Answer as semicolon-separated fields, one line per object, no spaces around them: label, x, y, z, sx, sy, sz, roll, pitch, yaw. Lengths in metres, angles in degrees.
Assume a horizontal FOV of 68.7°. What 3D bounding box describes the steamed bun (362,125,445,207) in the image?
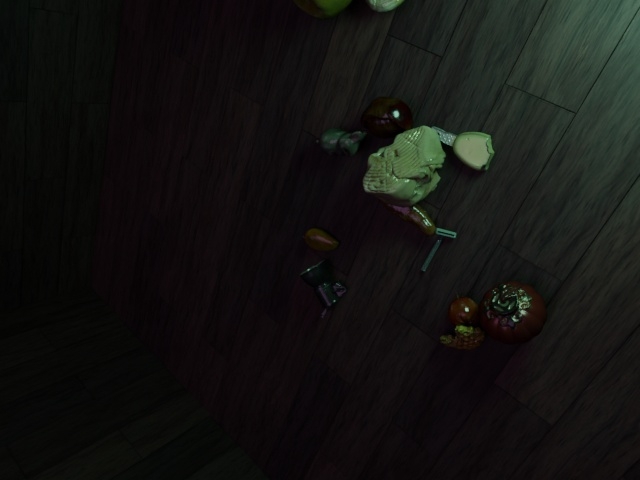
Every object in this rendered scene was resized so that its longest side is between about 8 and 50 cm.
steamed bun;0.327;-0.263;1.753;0.275;0.203;0.289;13;76;40

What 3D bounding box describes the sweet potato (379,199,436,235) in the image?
sweet potato;0.318;-0.141;1.865;0.354;0.095;0.106;39;166;26

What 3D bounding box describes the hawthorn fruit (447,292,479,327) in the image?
hawthorn fruit;0.541;0.273;1.790;0.125;0.125;0.140;-43;76;36

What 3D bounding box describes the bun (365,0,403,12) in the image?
bun;0.249;-0.921;1.709;0.183;0.102;0.184;4;99;26

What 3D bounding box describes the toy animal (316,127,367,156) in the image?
toy animal;0.099;-0.400;1.915;0.251;0.127;0.125;17;144;57

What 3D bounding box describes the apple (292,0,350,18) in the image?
apple;-0.004;-1.003;1.727;0.338;0.338;0.305;33;106;27

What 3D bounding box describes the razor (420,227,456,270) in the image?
razor;0.449;0.039;1.851;0.084;0.036;0.211;14;129;-11

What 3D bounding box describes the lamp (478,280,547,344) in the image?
lamp;0.663;0.247;1.630;0.226;0.226;0.227;11;108;35

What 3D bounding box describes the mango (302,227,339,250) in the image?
mango;0.000;0.000;2.173;0.187;0.066;0.101;19;114;23

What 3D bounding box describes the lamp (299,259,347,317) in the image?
lamp;0.024;0.219;2.178;0.172;0.147;0.228;-31;91;15

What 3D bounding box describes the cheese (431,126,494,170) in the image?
cheese;0.508;-0.353;1.694;0.255;0.050;0.127;33;120;26

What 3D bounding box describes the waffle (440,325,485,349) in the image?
waffle;0.546;0.376;1.797;0.148;0.051;0.194;6;152;4

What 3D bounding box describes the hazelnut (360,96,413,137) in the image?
hazelnut;0.255;-0.463;1.778;0.202;0.170;0.161;47;131;48
